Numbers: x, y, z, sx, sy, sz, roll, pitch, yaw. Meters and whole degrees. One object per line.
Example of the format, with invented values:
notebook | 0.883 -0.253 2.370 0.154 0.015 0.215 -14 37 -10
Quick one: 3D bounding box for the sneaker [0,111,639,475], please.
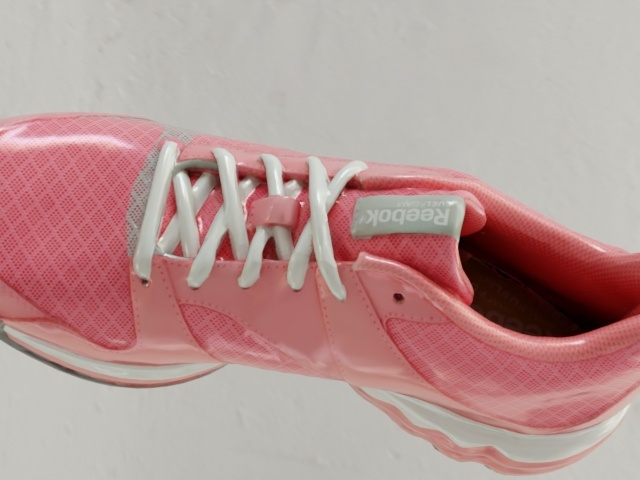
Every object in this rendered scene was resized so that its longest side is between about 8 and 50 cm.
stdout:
sneaker | 0.000 0.000 0.653 0.314 0.136 0.116 14 -115 -12
